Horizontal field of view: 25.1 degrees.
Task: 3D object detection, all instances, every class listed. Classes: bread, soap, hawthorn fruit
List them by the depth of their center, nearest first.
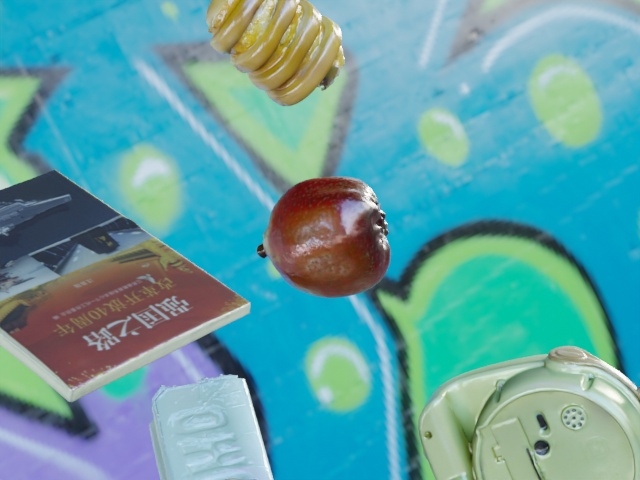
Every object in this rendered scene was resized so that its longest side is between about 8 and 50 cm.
[{"bbox_3d":[-0.052,-0.235,1.676,0.119,0.177,0.084,-58,33,-5],"label":"bread"},{"bbox_3d":[0.000,0.000,1.949,0.188,0.169,0.169,-17,9,13],"label":"hawthorn fruit"},{"bbox_3d":[-0.151,0.323,2.043,0.150,0.261,0.094,-4,-37,-19],"label":"soap"}]

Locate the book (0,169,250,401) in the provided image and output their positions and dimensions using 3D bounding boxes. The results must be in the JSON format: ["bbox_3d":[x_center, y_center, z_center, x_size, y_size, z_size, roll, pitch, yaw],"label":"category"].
[{"bbox_3d":[-0.303,0.039,1.685,0.374,0.028,0.262,31,39,33],"label":"book"}]

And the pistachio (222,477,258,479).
[{"bbox_3d":[-0.120,0.373,1.669,0.210,0.130,0.165,-55,8,-18],"label":"pistachio"}]

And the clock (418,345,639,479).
[{"bbox_3d":[0.284,0.241,1.669,0.308,0.235,0.096,-22,4,21],"label":"clock"}]
